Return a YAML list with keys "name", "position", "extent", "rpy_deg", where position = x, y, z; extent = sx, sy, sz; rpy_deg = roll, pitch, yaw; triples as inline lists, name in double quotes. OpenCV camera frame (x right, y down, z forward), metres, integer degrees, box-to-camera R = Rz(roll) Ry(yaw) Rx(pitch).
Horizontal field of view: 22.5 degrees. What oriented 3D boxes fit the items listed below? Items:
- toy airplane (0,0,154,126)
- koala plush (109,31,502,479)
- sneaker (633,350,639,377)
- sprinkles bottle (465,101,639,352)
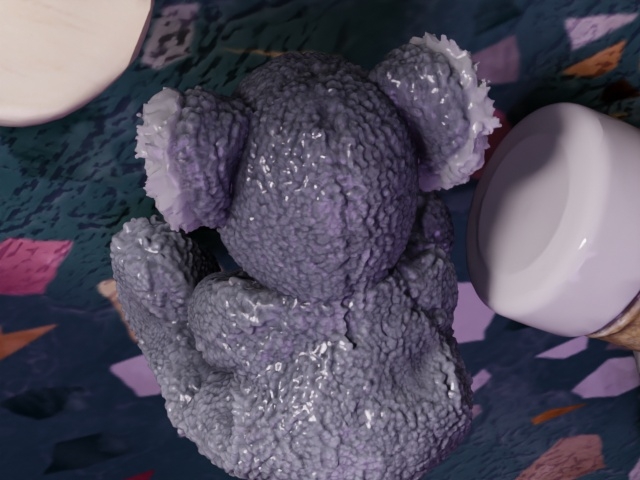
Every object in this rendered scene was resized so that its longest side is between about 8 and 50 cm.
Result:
- name: "toy airplane"
  position: [-0.286, -0.132, 0.424]
  extent: [0.384, 0.272, 0.386]
  rpy_deg: [-29, 111, -3]
- name: "koala plush"
  position: [0.000, 0.000, 0.803]
  extent: [0.196, 0.203, 0.221]
  rpy_deg: [-8, 132, -12]
- name: "sneaker"
  position: [0.305, 0.161, 1.152]
  extent: [0.131, 0.148, 0.350]
  rpy_deg: [-24, 144, 10]
- name: "sprinkles bottle"
  position: [0.257, 0.030, 0.928]
  extent: [0.355, 0.121, 0.121]
  rpy_deg: [18, 133, -27]
